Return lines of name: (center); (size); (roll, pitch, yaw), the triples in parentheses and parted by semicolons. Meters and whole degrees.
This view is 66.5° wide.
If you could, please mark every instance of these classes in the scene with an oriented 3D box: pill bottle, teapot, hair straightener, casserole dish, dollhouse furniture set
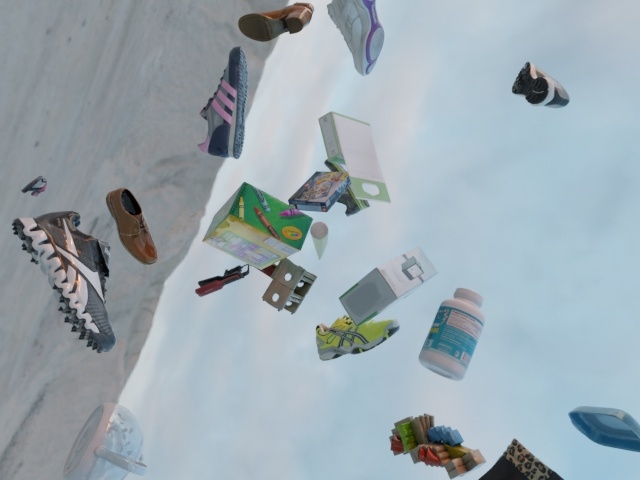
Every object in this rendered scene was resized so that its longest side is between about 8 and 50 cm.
pill bottle: (0.412, 0.281, 1.497); (0.146, 0.146, 0.264); (-12, -134, 63)
teapot: (-0.599, 0.608, 1.413); (0.252, 0.187, 0.256); (-48, -157, 19)
hair straightener: (-0.328, 0.118, 1.683); (0.230, 0.047, 0.089); (-26, -147, 19)
casserole dish: (0.666, 0.428, 1.126); (0.037, 0.114, 0.188); (-43, -179, -21)
dollhouse furniture set: (-0.131, 0.100, 1.341); (0.129, 0.183, 0.129); (-58, 161, -4)

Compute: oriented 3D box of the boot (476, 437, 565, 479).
boot: (0.530, 0.715, 1.199); (0.284, 0.138, 0.377); (-48, -126, -4)

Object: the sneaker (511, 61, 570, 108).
sneaker: (0.685, -0.477, 1.530); (0.272, 0.107, 0.100); (-91, -160, -54)

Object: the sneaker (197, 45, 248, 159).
sneaker: (-0.279, -0.394, 1.378); (0.112, 0.130, 0.319); (37, 58, -83)

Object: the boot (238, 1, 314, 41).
boot: (-0.116, -0.613, 1.353); (0.152, 0.197, 0.073); (-72, 163, -47)

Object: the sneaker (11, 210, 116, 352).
sneaker: (-0.350, 0.050, 0.726); (0.234, 0.106, 0.078); (57, -36, 5)

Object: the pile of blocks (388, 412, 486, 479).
pile of blocks: (0.328, 0.629, 1.514); (0.362, 0.112, 0.149); (-12, -102, 54)

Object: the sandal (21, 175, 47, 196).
sandal: (-0.841, -0.159, 1.456); (0.067, 0.040, 0.179); (-40, -161, -10)

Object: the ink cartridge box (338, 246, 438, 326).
ink cartridge box: (0.233, 0.152, 1.646); (0.211, 0.289, 0.122); (-44, -106, 38)

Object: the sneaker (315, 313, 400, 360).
sneaker: (0.125, 0.357, 1.889); (0.384, 0.145, 0.147); (-24, -96, 31)

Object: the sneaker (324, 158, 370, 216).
sneaker: (0.091, -0.238, 2.171); (0.121, 0.111, 0.300); (-36, -110, 9)

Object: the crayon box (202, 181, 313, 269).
crayon box: (-0.151, -0.021, 1.096); (0.278, 0.165, 0.081); (-25, -140, 63)

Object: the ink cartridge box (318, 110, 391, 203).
ink cartridge box: (0.090, -0.203, 1.256); (0.056, 0.171, 0.235); (-21, -104, 37)

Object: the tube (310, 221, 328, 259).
tube: (0.000, 0.000, 1.690); (0.070, 0.062, 0.240); (-36, 166, -7)

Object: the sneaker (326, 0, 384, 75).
sneaker: (0.102, -0.644, 1.441); (0.152, 0.305, 0.114); (19, -134, 34)

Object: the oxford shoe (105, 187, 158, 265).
oxford shoe: (-0.468, -0.033, 1.234); (0.076, 0.212, 0.076); (-12, -162, 42)

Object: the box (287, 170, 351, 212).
box: (0.004, -0.188, 1.835); (0.159, 0.044, 0.233); (6, -143, 30)
